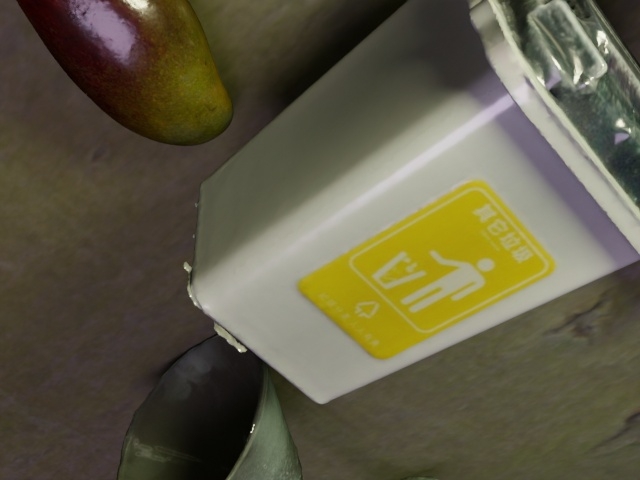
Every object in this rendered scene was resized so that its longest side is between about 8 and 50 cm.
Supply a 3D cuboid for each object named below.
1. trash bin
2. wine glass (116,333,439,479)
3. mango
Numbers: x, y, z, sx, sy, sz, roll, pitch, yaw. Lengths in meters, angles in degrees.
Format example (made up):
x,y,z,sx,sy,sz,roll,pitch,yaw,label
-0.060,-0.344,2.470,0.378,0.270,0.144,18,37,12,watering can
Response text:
x,y,z,sx,sy,sz,roll,pitch,yaw,label
0.085,-0.060,0.848,0.368,0.296,0.256,-34,124,22,trash bin
-0.022,0.324,1.318,0.406,0.267,0.267,36,129,-29,wine glass
-0.170,-0.179,0.935,0.133,0.111,0.267,-27,130,16,mango
